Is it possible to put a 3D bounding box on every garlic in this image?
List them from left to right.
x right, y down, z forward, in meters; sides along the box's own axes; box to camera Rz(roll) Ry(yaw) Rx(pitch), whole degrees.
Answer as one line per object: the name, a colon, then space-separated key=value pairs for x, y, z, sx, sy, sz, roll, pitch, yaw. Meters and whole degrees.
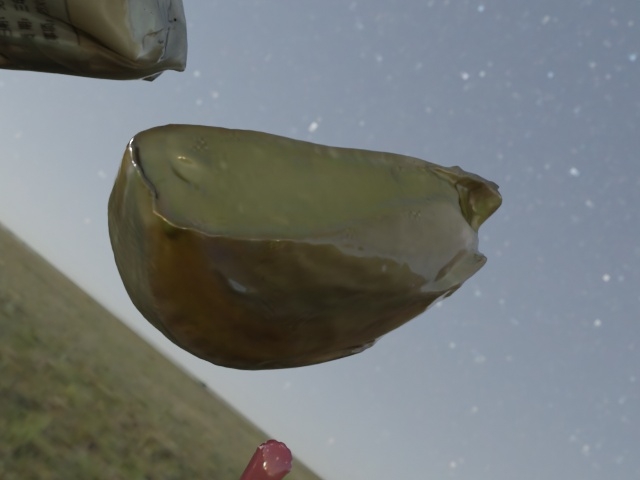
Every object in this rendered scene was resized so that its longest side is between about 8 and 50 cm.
garlic: x=-0.013 y=0.007 z=0.564 sx=0.195 sy=0.101 sz=0.087 roll=6 pitch=54 yaw=-34

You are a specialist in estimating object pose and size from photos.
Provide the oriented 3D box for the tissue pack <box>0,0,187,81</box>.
tissue pack: x=-0.279 y=-0.271 z=0.874 sx=0.390 sy=0.195 sz=0.375 roll=8 pitch=-48 yaw=1

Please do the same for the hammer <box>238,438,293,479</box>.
hammer: x=-0.035 y=0.106 z=0.456 sx=0.052 sy=0.083 sz=0.031 roll=33 pitch=-3 yaw=-16
